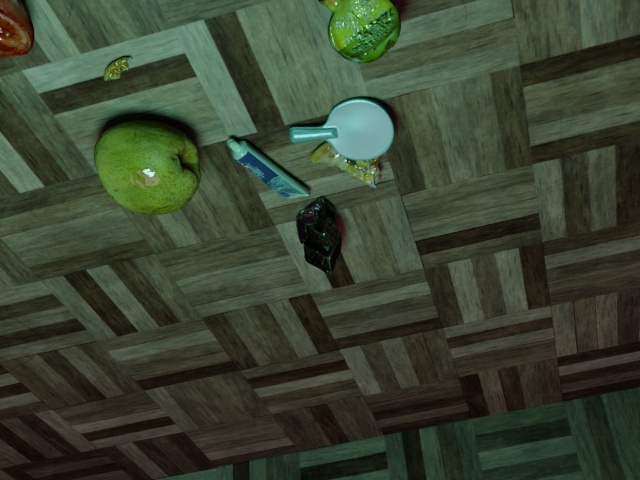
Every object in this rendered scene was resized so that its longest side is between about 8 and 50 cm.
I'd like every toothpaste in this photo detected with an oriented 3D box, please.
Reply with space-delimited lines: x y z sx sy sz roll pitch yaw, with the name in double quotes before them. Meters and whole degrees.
"toothpaste" -0.129 -0.165 2.085 0.069 0.047 0.268 -37 137 16

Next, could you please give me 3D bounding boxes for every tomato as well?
"tomato" -0.641 -0.429 1.630 0.227 0.101 0.228 1 163 0

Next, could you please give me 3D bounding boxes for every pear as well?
"pear" -0.371 -0.164 1.936 0.211 0.188 0.229 -13 139 14

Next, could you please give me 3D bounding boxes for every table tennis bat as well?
"table tennis bat" 0.047 -0.245 1.986 0.237 0.038 0.149 -5 120 9

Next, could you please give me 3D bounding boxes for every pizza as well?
"pizza" 0.087 -0.181 2.084 0.185 0.052 0.195 -21 138 22
"pizza" -0.419 -0.355 1.826 0.083 0.016 0.037 -32 141 28

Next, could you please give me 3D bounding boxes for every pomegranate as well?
"pomegranate" 0.073 -0.425 1.721 0.169 0.122 0.143 36 102 2

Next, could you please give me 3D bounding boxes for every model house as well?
"model house" -0.001 -0.004 2.222 0.106 0.152 0.165 -12 144 -1
